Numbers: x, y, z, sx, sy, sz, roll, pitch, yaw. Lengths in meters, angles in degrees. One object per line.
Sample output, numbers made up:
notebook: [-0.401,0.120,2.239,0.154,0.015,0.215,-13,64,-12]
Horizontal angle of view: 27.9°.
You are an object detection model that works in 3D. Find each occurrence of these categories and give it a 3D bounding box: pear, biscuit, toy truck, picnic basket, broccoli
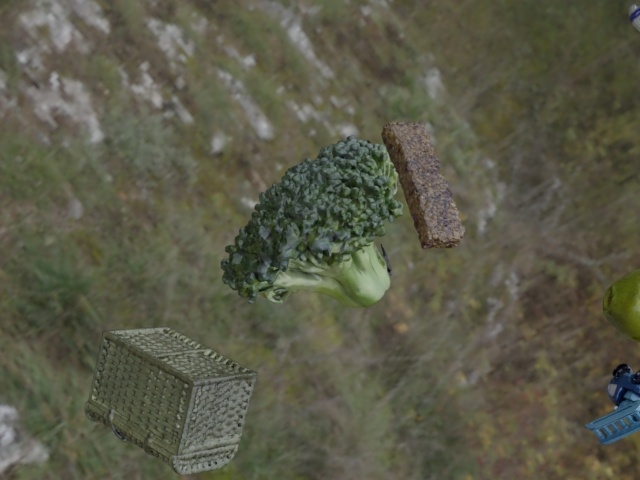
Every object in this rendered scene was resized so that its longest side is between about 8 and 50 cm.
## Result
pear: [0.367,0.073,1.433,0.097,0.092,0.092,16,48,-14]
biscuit: [0.137,-0.077,1.719,0.064,0.034,0.199,1,56,-29]
toy truck: [0.341,0.188,1.441,0.090,0.073,0.056,-46,109,-15]
picnic basket: [-0.215,0.226,1.816,0.134,0.196,0.154,-2,109,-51]
broccoli: [-0.011,-0.021,2.157,0.334,0.324,0.272,-66,153,-59]

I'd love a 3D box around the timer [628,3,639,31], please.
timer: [0.530,-0.369,1.905,0.270,0.270,0.384,3,71,-50]
